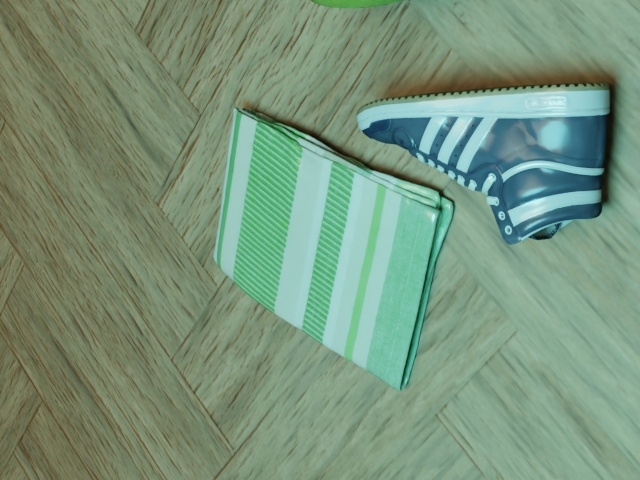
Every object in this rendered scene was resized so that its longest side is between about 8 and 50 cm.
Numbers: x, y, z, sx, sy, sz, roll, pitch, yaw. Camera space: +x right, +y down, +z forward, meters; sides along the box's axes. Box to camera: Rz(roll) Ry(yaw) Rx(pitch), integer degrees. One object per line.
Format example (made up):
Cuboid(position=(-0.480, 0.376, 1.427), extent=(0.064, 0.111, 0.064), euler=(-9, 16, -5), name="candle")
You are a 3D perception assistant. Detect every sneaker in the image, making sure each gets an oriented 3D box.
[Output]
Cuboid(position=(0.157, -0.076, 1.092), extent=(0.282, 0.099, 0.153), euler=(2, 100, 39), name="sneaker")

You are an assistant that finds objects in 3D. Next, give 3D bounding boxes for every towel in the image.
Cuboid(position=(0.000, 0.000, 1.301), extent=(0.325, 0.038, 0.248), euler=(28, 120, 32), name="towel")

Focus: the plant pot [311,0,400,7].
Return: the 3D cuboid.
Cuboid(position=(0.035, -0.386, 1.040), extent=(0.275, 0.275, 0.293), euler=(16, 127, 39), name="plant pot")
